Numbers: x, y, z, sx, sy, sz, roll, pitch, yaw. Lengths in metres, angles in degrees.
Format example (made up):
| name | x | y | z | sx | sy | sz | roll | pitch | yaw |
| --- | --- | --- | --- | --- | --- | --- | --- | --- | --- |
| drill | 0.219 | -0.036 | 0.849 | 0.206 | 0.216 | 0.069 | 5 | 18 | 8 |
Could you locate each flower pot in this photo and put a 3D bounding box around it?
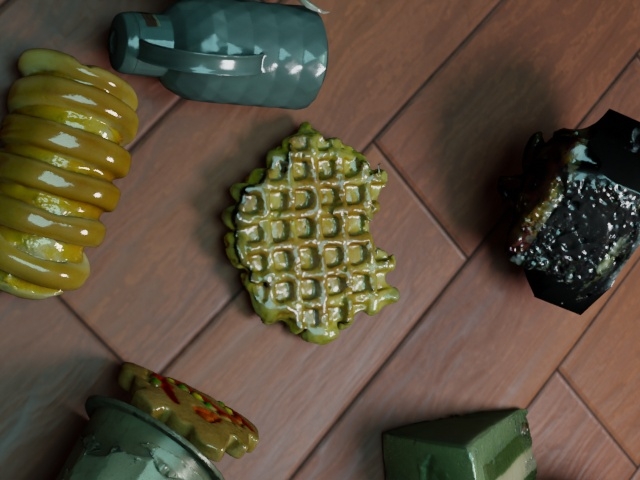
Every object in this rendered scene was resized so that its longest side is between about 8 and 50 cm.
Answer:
| name | x | y | z | sx | sy | sz | roll | pitch | yaw |
| --- | --- | --- | --- | --- | --- | --- | --- | --- | --- |
| flower pot | -0.260 | 0.327 | 1.565 | 0.212 | 0.212 | 0.203 | 48 | 60 | -20 |

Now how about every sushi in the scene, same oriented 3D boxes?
| name | x | y | z | sx | sy | sz | roll | pitch | yaw |
| --- | --- | --- | --- | --- | --- | --- | --- | --- | --- |
| sushi | 0.381 | -0.056 | 1.925 | 0.212 | 0.227 | 0.215 | 20 | 51 | -12 |

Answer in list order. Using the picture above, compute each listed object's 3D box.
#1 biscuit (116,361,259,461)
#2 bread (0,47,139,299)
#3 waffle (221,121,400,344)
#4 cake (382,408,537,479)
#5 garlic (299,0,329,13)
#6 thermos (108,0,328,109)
| name | x | y | z | sx | sy | sz | roll | pitch | yaw |
| --- | --- | --- | --- | --- | --- | --- | --- | --- | --- |
| biscuit | -0.158 | 0.229 | 1.665 | 0.238 | 0.212 | 0.041 | 24 | 96 | -54 |
| bread | -0.332 | -0.077 | 1.595 | 0.172 | 0.121 | 0.311 | 18 | 82 | -29 |
| waffle | -0.004 | -0.009 | 1.814 | 0.281 | 0.058 | 0.301 | -32 | 106 | -25 |
| cake | 0.259 | 0.348 | 1.896 | 0.283 | 0.172 | 0.158 | -7 | 95 | -31 |
| garlic | -0.119 | -0.381 | 1.698 | 0.266 | 0.128 | 0.149 | 3 | 81 | -16 |
| thermos | -0.134 | -0.248 | 1.678 | 0.286 | 0.182 | 0.145 | -1 | 110 | -30 |
